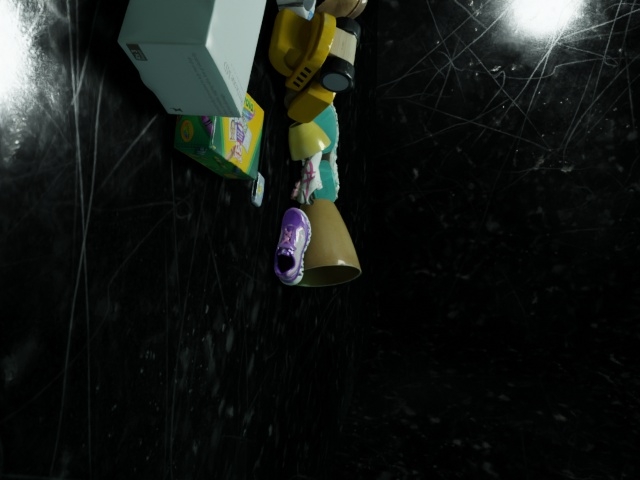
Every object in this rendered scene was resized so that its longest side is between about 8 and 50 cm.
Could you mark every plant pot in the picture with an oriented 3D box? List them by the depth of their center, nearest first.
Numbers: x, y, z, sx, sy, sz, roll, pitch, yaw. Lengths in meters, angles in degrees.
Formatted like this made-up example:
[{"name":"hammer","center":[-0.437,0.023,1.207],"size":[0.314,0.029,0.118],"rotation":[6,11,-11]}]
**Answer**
[{"name":"plant pot","center":[-0.048,-0.321,1.895],"size":[0.095,0.134,0.134],"rotation":[65,24,-21]},{"name":"plant pot","center":[0.000,0.000,2.028],"size":[0.237,0.237,0.255],"rotation":[58,23,-69]}]

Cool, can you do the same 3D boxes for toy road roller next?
[{"name":"toy road roller","center":[-0.050,-0.509,1.732],"size":[0.329,0.240,0.203],"rotation":[-32,-137,57]}]

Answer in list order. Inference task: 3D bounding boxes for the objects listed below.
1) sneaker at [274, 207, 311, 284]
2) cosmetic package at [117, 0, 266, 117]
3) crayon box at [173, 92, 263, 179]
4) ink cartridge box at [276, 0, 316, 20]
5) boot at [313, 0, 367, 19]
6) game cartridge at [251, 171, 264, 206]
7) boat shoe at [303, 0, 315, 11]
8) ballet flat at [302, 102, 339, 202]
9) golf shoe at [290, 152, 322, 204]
[{"name":"sneaker","center":[-0.093,0.016,1.853],"size":[0.104,0.095,0.237],"rotation":[20,75,-69]},{"name":"cosmetic package","center":[-0.198,-0.432,1.064],"size":[0.217,0.156,0.385],"rotation":[64,32,-70]},{"name":"crayon box","center":[-0.203,-0.236,1.275],"size":[0.278,0.081,0.166],"rotation":[29,66,-76]},{"name":"ink cartridge box","center":[-0.073,-0.706,1.716],"size":[0.191,0.082,0.140],"rotation":[74,24,-61]},{"name":"boot","center":[0.012,-0.688,1.879],"size":[0.305,0.115,0.112],"rotation":[-31,-124,53]},{"name":"game cartridge","center":[-0.166,-0.135,1.630],"size":[0.056,0.017,0.083],"rotation":[60,36,-75]},{"name":"boat shoe","center":[-0.027,-0.671,1.671],"size":[0.035,0.035,0.100],"rotation":[12,77,-74]},{"name":"ballet flat","center":[-0.018,-0.302,2.068],"size":[0.147,0.146,0.409],"rotation":[-70,163,-51]},{"name":"golf shoe","center":[-0.026,-0.203,1.954],"size":[0.067,0.085,0.186],"rotation":[-70,-177,-68]}]
